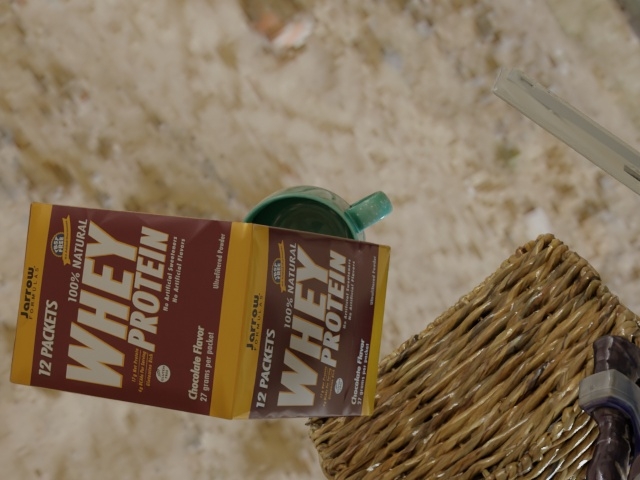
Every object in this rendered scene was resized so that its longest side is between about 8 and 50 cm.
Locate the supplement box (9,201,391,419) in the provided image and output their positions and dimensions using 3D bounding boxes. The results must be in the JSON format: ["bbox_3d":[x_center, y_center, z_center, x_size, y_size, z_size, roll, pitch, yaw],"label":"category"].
[{"bbox_3d":[-0.082,0.051,1.140,0.194,0.191,0.129,9,87,-59],"label":"supplement box"}]

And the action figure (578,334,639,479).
[{"bbox_3d":[0.217,0.190,1.135,0.099,0.185,0.285,46,52,-20],"label":"action figure"}]

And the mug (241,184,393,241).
[{"bbox_3d":[-0.004,0.008,1.632,0.097,0.158,0.129,-49,141,-78],"label":"mug"}]

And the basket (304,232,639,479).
[{"bbox_3d":[0.182,0.188,1.398,0.223,0.299,0.213,51,1,-37],"label":"basket"}]

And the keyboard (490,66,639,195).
[{"bbox_3d":[0.235,-0.047,1.181,0.256,0.014,0.072,34,27,-1],"label":"keyboard"}]
